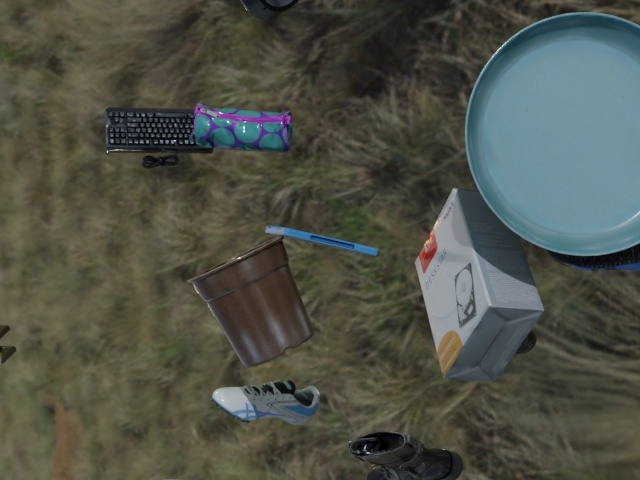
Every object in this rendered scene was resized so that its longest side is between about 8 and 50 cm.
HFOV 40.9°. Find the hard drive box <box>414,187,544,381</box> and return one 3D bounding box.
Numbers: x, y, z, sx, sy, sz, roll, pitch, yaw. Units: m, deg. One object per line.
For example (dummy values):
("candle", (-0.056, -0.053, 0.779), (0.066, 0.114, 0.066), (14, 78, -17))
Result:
("hard drive box", (0.232, 0.067, 1.298), (0.181, 0.089, 0.232), (111, 159, -43))

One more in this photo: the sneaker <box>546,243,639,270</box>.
("sneaker", (0.455, 0.020, 1.324), (0.082, 0.209, 0.069), (57, -147, -69))

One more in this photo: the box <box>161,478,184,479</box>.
("box", (-0.038, 0.309, 0.764), (0.231, 0.262, 0.127), (143, 136, -84))

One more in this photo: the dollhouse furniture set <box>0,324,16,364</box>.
("dollhouse furniture set", (-0.592, 0.123, 1.233), (0.161, 0.242, 0.212), (-1, 114, 15))

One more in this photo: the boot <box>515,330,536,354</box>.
("boot", (0.300, 0.144, 1.618), (0.219, 0.082, 0.106), (22, 162, 49))

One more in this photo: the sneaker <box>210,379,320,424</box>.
("sneaker", (-0.102, 0.296, 1.618), (0.085, 0.237, 0.086), (38, 108, 47))

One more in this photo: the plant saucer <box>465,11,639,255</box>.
("plant saucer", (0.344, -0.138, 1.134), (0.044, 0.317, 0.318), (152, 98, -87))

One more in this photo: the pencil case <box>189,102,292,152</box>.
("pencil case", (-0.117, -0.169, 1.288), (0.070, 0.151, 0.064), (87, -171, -61))

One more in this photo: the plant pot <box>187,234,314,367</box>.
("plant pot", (-0.098, 0.100, 1.354), (0.167, 0.167, 0.165), (-21, 96, 61))

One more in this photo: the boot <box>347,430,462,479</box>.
("boot", (0.137, 0.446, 1.758), (0.263, 0.229, 0.091), (-26, 50, 36))

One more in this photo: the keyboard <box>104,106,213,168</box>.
("keyboard", (-0.272, -0.174, 1.457), (0.023, 0.180, 0.108), (148, 119, -72))

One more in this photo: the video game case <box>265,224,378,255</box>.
("video game case", (0.000, 0.000, 1.461), (0.119, 0.166, 0.015), (-170, 93, -70))

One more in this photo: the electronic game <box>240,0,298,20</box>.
("electronic game", (-0.085, -0.531, 1.620), (0.048, 0.229, 0.229), (22, 129, 30))
